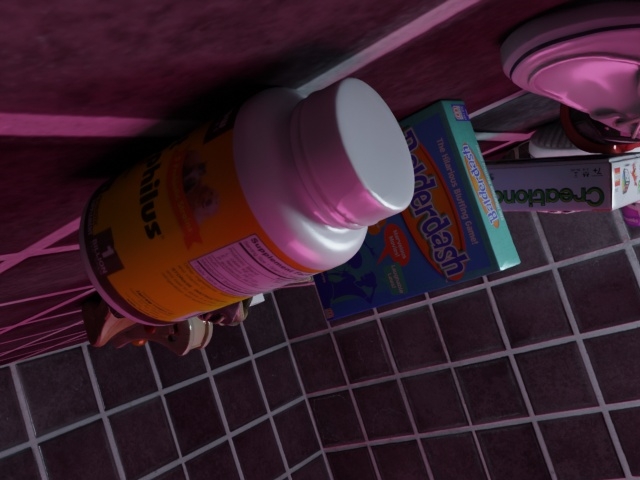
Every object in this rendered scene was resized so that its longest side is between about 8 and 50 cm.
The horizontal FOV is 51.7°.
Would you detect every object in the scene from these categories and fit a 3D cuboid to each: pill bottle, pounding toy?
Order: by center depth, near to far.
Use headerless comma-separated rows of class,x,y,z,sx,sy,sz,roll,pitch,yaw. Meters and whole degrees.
pill bottle,-0.051,-0.023,0.434,0.215,0.117,0.117,-22,174,32
pounding toy,-0.297,0.163,1.401,0.270,0.154,0.155,-20,175,26

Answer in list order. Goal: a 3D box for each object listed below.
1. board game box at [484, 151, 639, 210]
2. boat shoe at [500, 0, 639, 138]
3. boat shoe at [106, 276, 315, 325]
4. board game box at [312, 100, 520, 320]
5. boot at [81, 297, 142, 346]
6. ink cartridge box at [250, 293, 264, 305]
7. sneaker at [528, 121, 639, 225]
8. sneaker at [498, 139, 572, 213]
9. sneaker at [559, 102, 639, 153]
board game box,0.216,-0.068,0.781,0.305,0.053,0.193,2,-170,41
boat shoe,0.240,-0.109,0.466,0.226,0.075,0.083,0,158,-12
boat shoe,-0.148,0.065,0.977,0.356,0.130,0.132,-19,175,9
board game box,0.069,-0.021,0.651,0.210,0.160,0.047,-23,173,40
boot,-0.324,0.125,1.241,0.207,0.090,0.248,-12,169,-35
ink cartridge box,-0.200,0.117,1.570,0.056,0.099,0.135,-14,175,-37
sneaker,0.425,-0.085,0.934,0.282,0.161,0.102,0,-146,-4
sneaker,0.433,-0.117,1.070,0.330,0.129,0.147,-10,-179,-2
sneaker,0.349,-0.151,0.576,0.276,0.097,0.135,-19,178,23
